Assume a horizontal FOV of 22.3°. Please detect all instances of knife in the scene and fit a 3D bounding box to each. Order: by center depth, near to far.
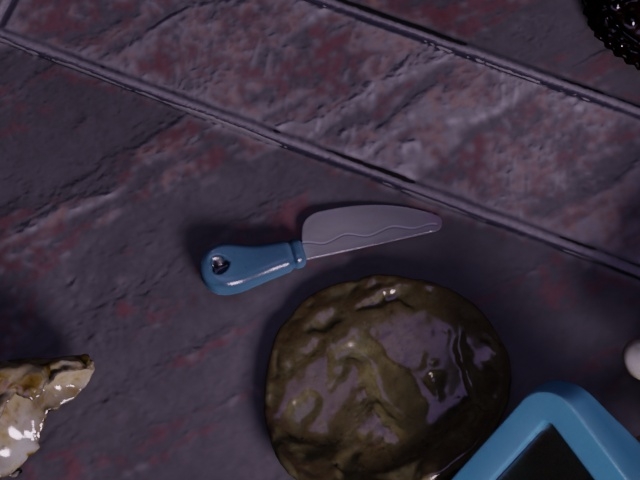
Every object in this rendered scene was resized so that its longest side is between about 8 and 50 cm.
[{"bbox_3d":[-0.001,-0.002,1.598,0.244,0.032,0.058,-17,62,-10],"label":"knife"}]

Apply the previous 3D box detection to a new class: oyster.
[{"bbox_3d":[-0.362,0.204,1.477,0.341,0.166,0.110,-39,82,5],"label":"oyster"}]

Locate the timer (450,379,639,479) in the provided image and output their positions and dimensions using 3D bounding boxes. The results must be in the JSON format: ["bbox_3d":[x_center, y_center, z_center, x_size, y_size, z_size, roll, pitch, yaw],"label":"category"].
[{"bbox_3d":[0.210,0.274,1.386,0.250,0.232,0.091,46,35,17],"label":"timer"}]

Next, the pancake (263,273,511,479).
[{"bbox_3d":[0.057,0.138,1.534,0.242,0.050,0.242,-2,61,4],"label":"pancake"}]

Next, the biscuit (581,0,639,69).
[{"bbox_3d":[0.361,-0.253,1.663,0.195,0.053,0.194,-1,70,2],"label":"biscuit"}]

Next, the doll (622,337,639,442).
[{"bbox_3d":[0.407,0.186,1.457,0.423,0.161,0.348,-14,88,-3],"label":"doll"}]
